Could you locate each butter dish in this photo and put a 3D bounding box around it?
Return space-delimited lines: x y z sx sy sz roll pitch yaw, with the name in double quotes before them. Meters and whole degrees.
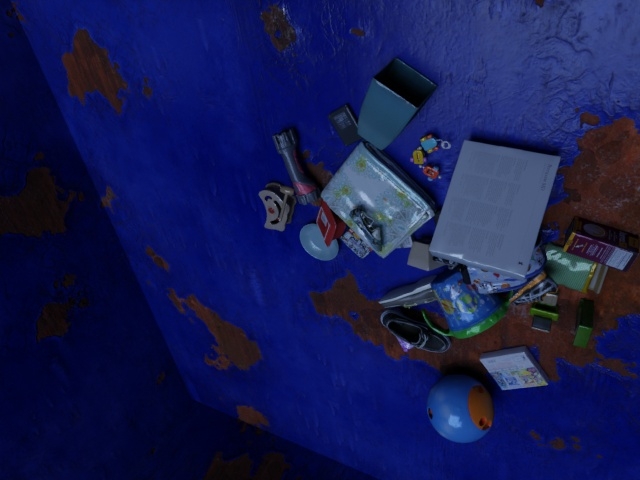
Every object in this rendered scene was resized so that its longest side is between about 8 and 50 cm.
"butter dish" 0.061 -0.079 1.916 0.159 0.119 0.160 107 147 -51

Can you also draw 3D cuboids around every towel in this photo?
"towel" 0.206 -0.146 1.745 0.374 0.090 0.320 46 130 5

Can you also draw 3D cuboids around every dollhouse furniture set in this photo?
"dollhouse furniture set" 0.827 0.183 1.570 0.198 0.151 0.301 13 129 26

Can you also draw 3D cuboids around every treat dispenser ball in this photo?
"treat dispenser ball" 0.614 0.737 2.046 0.289 0.288 0.288 18 131 22

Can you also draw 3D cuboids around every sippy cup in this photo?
"sippy cup" 0.541 0.212 1.750 0.224 0.306 0.240 55 163 1

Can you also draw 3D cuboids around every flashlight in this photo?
"flashlight" -0.088 -0.297 1.859 0.103 0.103 0.303 -15 111 12

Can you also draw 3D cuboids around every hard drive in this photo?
"hard drive" 0.096 -0.417 1.687 0.094 0.022 0.135 -19 111 40

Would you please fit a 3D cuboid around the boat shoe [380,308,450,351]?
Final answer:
"boat shoe" 0.410 0.411 1.995 0.336 0.119 0.121 23 108 -7

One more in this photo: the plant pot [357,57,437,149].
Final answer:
"plant pot" 0.225 -0.421 1.504 0.166 0.165 0.234 36 142 5

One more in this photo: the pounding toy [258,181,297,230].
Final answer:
"pounding toy" -0.205 -0.145 2.006 0.154 0.154 0.269 26 134 9

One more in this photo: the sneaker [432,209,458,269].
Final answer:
"sneaker" 0.449 0.010 1.693 0.228 0.132 0.086 55 165 -15

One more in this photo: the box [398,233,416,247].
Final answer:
"box" 0.274 -0.036 1.853 0.186 0.038 0.145 -6 119 35

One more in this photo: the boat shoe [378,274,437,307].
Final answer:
"boat shoe" 0.378 0.237 1.946 0.305 0.109 0.091 -26 101 40

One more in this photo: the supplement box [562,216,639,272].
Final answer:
"supplement box" 0.868 0.010 1.442 0.188 0.104 0.080 21 132 18

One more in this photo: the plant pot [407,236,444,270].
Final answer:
"plant pot" 0.406 0.046 1.771 0.109 0.109 0.096 19 118 51

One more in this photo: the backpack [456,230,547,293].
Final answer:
"backpack" 0.608 0.046 1.548 0.264 0.276 0.213 -16 120 33

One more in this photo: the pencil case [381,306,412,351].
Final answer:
"pencil case" 0.360 0.395 2.096 0.086 0.088 0.206 -19 112 42

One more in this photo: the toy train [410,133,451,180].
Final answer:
"toy train" 0.380 -0.290 1.583 0.125 0.046 0.166 27 137 12

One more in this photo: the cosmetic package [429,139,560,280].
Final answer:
"cosmetic package" 0.531 -0.098 1.425 0.285 0.376 0.097 17 174 25

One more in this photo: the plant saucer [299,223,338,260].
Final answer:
"plant saucer" 0.000 0.000 2.066 0.195 0.037 0.194 18 132 21

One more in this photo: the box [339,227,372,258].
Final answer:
"box" 0.158 0.007 1.973 0.137 0.027 0.094 42 135 -1

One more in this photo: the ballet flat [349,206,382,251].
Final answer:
"ballet flat" 0.183 -0.044 1.727 0.188 0.070 0.070 51 135 -4

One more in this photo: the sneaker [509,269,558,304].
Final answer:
"sneaker" 0.722 0.179 1.585 0.083 0.084 0.214 39 154 12

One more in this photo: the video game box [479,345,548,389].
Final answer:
"video game box" 0.804 0.534 1.934 0.205 0.048 0.187 -26 104 44
